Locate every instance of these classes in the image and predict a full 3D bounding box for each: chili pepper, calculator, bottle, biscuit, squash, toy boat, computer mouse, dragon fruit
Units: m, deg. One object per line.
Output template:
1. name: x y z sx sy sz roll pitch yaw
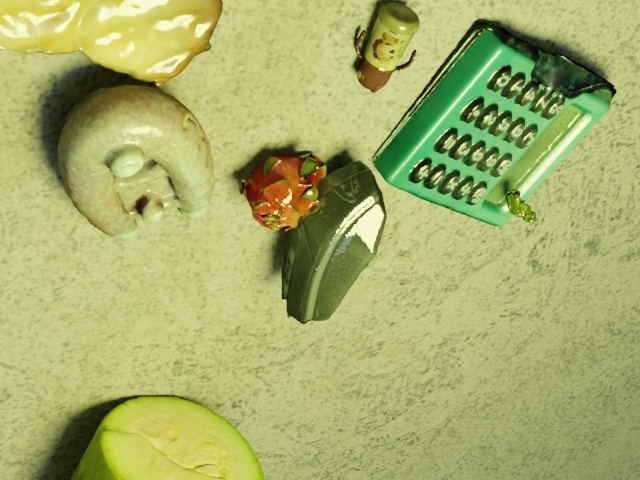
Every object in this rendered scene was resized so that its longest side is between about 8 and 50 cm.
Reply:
1. chili pepper: 0.262 -0.043 1.525 0.027 0.022 0.083 -39 143 9
2. calculator: 0.224 -0.137 1.449 0.274 0.058 0.248 17 121 -45
3. bottle: 0.072 -0.207 1.270 0.047 0.063 0.101 -39 160 -49
4. biscuit: -0.223 -0.221 1.043 0.299 0.045 0.154 7 130 -40
5. squash: -0.248 0.380 1.563 0.233 0.210 0.309 15 119 -28
6. toy boat: -0.184 -0.064 1.181 0.155 0.085 0.227 -14 149 -3
7. computer mouse: -0.002 0.001 1.395 0.071 0.126 0.231 13 126 -31
8. dragon fruit: -0.036 -0.061 1.329 0.116 0.081 0.086 -46 151 -23
